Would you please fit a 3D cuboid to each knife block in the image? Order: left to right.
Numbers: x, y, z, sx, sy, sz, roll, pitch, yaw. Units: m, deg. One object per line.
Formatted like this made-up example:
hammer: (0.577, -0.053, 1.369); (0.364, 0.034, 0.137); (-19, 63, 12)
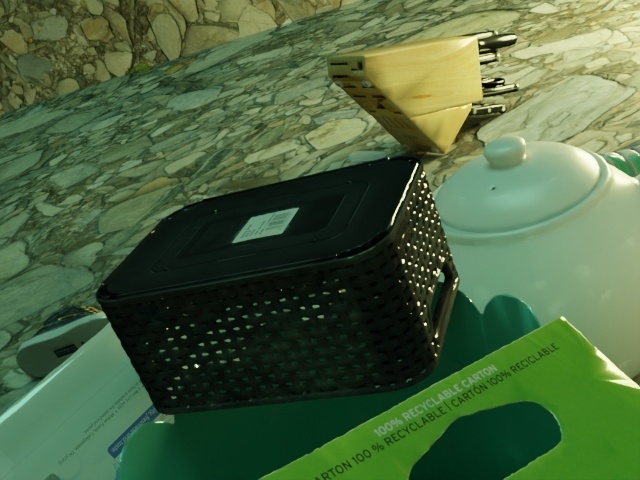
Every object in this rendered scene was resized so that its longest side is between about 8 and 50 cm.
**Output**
knife block: (0.170, -0.261, 1.193); (0.088, 0.275, 0.242); (14, 71, 53)

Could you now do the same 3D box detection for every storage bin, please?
storage bin: (-0.021, 0.025, 0.481); (0.180, 0.084, 0.122); (-12, 25, 24)

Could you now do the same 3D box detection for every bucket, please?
bucket: (0.032, 0.172, 0.454); (0.281, 0.183, 0.281); (-18, 23, 8)

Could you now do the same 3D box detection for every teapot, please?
teapot: (0.168, 0.003, 0.692); (0.252, 0.187, 0.256); (7, 38, 48)

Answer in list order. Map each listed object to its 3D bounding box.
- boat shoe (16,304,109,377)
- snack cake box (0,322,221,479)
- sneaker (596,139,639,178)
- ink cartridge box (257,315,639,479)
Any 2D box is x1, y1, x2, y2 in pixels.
boat shoe: (-0.277, 0.105, 0.994); (0.183, 0.065, 0.083); (-15, 26, 17)
snack cake box: (-0.191, 0.172, 0.596); (0.152, 0.089, 0.264); (-45, -2, -39)
sneaker: (0.316, -0.060, 0.865); (0.223, 0.083, 0.098); (-19, 3, -4)
ink cartridge box: (0.125, 0.109, 0.252); (0.189, 0.097, 0.255); (-21, 51, -31)
